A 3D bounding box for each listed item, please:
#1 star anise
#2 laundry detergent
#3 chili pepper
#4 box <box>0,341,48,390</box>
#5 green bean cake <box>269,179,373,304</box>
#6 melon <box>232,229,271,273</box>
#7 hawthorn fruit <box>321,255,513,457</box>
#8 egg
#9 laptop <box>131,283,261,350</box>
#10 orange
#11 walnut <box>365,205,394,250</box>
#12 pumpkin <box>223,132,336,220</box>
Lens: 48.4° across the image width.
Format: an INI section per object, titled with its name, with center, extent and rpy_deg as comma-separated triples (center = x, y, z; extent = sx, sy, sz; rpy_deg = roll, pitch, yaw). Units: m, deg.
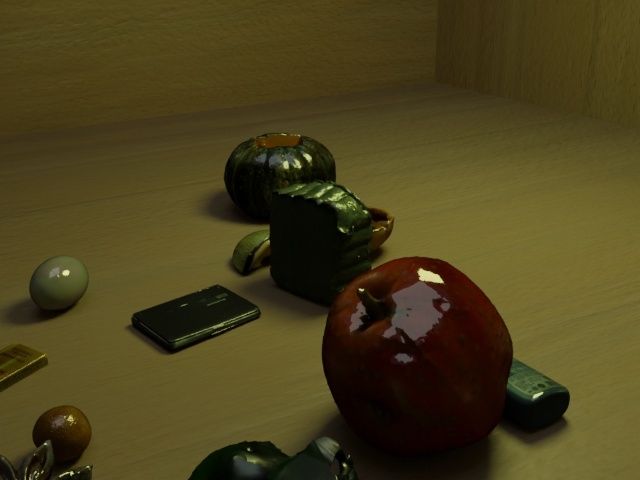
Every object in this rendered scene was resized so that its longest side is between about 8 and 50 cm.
[star anise]
center = -0.376, 0.323, 0.855
extent = 0.262, 0.081, 0.230
rpy_deg = 7, 29, -10
[laundry detergent]
center = 0.285, 0.213, 1.117
extent = 0.096, 0.061, 0.206
rpy_deg = -16, 26, -25
[chili pepper]
center = -0.051, 0.305, 0.839
extent = 0.264, 0.116, 0.148
rpy_deg = 14, 30, 34
[box]
center = -0.547, 0.223, 1.192
extent = 0.089, 0.022, 0.156
rpy_deg = 9, 25, 27
[green bean cake]
center = 0.000, 0.000, 1.439
extent = 0.222, 0.227, 0.124
rpy_deg = 19, 32, 41
[melon]
center = -0.139, 0.010, 1.618
extent = 0.160, 0.079, 0.128
rpy_deg = -22, 31, -40
[hawthorn fruit]
center = 0.126, 0.155, 0.996
extent = 0.275, 0.300, 0.275
rpy_deg = -22, 40, 20
[egg]
center = -0.522, 0.085, 1.423
extent = 0.103, 0.103, 0.135
rpy_deg = 4, 23, 12
[laptop]
center = -0.237, 0.143, 1.366
extent = 0.207, 0.026, 0.153
rpy_deg = -19, 27, -38
[orange]
center = -0.362, 0.271, 1.002
extent = 0.084, 0.085, 0.085
rpy_deg = -1, 22, 0
[walnut]
center = 0.081, -0.019, 1.665
extent = 0.167, 0.087, 0.211
rpy_deg = -26, 30, -33
[pumpkin]
center = -0.109, -0.181, 1.936
extent = 0.320, 0.192, 0.320
rpy_deg = 1, 22, 0
